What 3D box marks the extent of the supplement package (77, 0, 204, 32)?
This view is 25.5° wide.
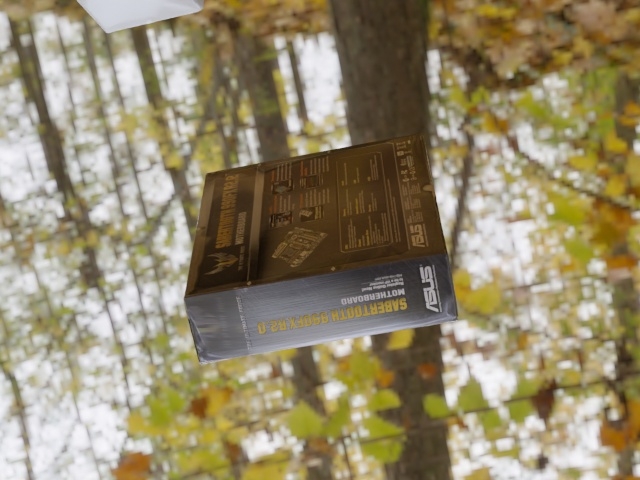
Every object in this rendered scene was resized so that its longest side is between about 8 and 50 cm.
[{"bbox_3d":[-0.185,-0.283,1.243,0.105,0.179,0.105,-9,-122,23],"label":"supplement package"}]

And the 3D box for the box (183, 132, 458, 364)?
[{"bbox_3d":[0.000,0.000,1.047,0.183,0.056,0.231,-11,-156,4],"label":"box"}]
